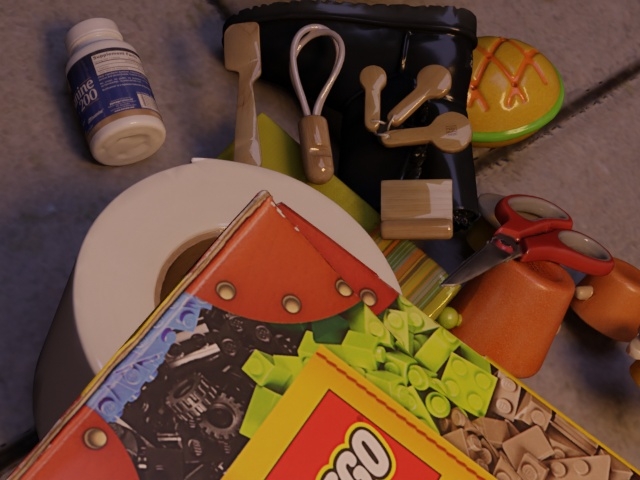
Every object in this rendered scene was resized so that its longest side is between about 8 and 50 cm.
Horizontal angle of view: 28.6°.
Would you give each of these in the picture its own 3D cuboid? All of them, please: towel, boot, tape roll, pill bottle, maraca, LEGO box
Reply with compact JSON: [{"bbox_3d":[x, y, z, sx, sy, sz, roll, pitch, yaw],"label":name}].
[{"bbox_3d":[0.000,0.000,1.059,0.237,0.021,0.102,42,82,17],"label":"towel"},{"bbox_3d":[0.022,-0.105,1.129,0.246,0.094,0.207,2,75,10],"label":"boot"},{"bbox_3d":[-0.077,0.087,0.924,0.246,0.169,0.246,11,55,-16],"label":"tape roll"},{"bbox_3d":[-0.181,-0.130,1.083,0.067,0.067,0.120,-9,63,-28],"label":"pill bottle"},{"bbox_3d":[0.142,-0.142,1.216,0.185,0.099,0.127,-7,48,2],"label":"maraca"},{"bbox_3d":[-0.005,0.269,0.630,0.372,0.500,0.193,37,52,3],"label":"LEGO box"}]

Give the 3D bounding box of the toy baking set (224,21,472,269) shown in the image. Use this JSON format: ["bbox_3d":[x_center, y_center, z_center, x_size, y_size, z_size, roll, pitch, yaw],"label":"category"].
[{"bbox_3d":[0.009,-0.082,1.059,0.256,0.030,0.197,23,74,14],"label":"toy baking set"}]

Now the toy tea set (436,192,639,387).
[{"bbox_3d":[0.247,0.097,1.118,0.336,0.124,0.200,29,23,0],"label":"toy tea set"}]

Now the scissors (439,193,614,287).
[{"bbox_3d":[0.145,0.001,1.023,0.109,0.021,0.297,45,29,28],"label":"scissors"}]
